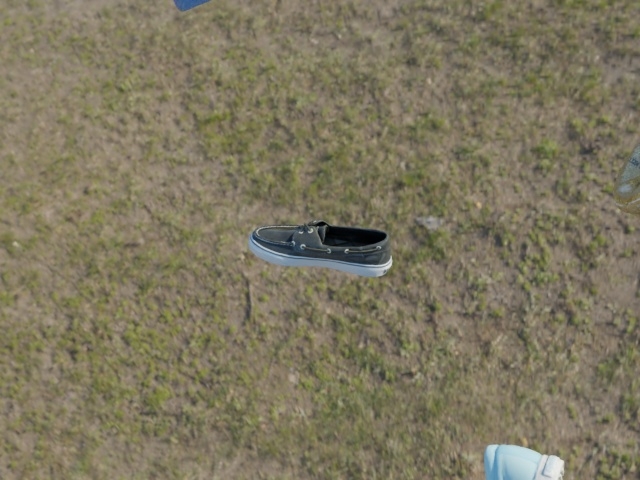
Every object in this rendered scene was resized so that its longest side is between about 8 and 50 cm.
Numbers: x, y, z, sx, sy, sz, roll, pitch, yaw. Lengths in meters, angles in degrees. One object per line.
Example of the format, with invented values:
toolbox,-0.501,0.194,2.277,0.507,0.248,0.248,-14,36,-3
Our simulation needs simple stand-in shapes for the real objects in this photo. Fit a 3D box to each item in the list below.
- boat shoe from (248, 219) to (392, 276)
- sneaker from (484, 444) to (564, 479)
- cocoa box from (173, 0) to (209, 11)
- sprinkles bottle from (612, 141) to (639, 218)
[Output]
boat shoe,0.000,0.000,0.771,0.142,0.040,0.049,9,37,8
sneaker,0.300,0.498,1.353,0.150,0.366,0.135,18,19,25
cocoa box,-0.012,-0.382,0.609,0.347,0.228,0.232,-25,69,-10
sprinkles bottle,0.507,0.003,0.898,0.355,0.121,0.121,32,58,-5
